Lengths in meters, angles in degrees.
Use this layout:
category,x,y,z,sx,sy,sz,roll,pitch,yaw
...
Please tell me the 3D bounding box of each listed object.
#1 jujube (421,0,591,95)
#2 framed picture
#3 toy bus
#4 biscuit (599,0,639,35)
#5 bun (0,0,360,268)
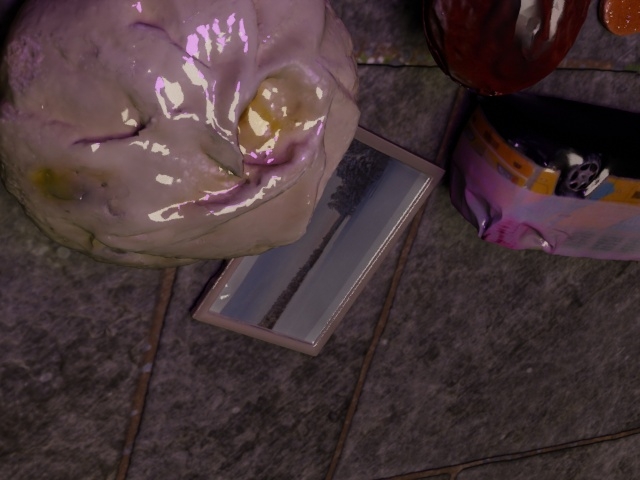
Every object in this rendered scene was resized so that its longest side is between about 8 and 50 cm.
category,x,y,z,sx,sy,sz,roll,pitch,yaw
jujube,0.199,-0.271,1.286,0.183,0.183,0.243,-9,128,-30
framed picture,0.000,0.000,1.465,0.213,0.016,0.289,22,108,-44
toy bus,0.327,-0.068,1.539,0.386,0.171,0.162,5,123,-37
biscuit,0.385,-0.310,1.499,0.102,0.019,0.130,4,120,-37
bun,-0.118,-0.110,1.153,0.365,0.219,0.365,-16,129,-21
